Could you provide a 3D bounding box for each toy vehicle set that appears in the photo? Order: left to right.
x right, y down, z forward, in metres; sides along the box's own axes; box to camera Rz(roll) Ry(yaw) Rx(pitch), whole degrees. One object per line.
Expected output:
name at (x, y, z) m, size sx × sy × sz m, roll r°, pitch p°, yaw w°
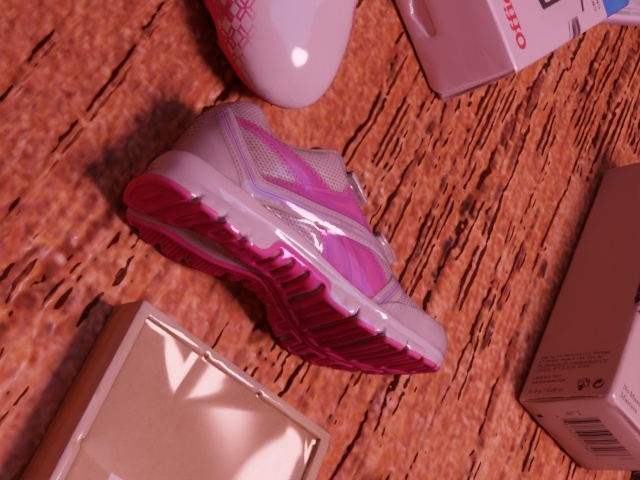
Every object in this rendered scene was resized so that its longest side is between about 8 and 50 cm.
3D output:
toy vehicle set at (-0.103, 0.188, 0.591) m, size 0.166 × 0.035 × 0.267 m, roll 41°, pitch 56°, yaw -28°

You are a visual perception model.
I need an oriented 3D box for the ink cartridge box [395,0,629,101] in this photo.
ink cartridge box at (0.157, -0.225, 0.883) m, size 0.203 × 0.086 × 0.148 m, roll -34°, pitch 104°, yaw -42°

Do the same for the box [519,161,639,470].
box at (0.280, 0.059, 0.923) m, size 0.113 × 0.094 × 0.275 m, roll 45°, pitch 55°, yaw -26°

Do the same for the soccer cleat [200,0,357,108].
soccer cleat at (-0.006, -0.259, 0.706) m, size 0.116 × 0.143 × 0.331 m, roll 10°, pitch 74°, yaw -40°

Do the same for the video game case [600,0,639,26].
video game case at (0.300, -0.311, 1.073) m, size 0.201 × 0.023 × 0.184 m, roll -9°, pitch 86°, yaw -42°

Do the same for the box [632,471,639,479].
box at (0.373, 0.206, 0.984) m, size 0.147 × 0.077 × 0.180 m, roll 36°, pitch 59°, yaw -30°

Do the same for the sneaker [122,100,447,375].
sneaker at (0.000, 0.000, 0.681) m, size 0.252 × 0.103 × 0.111 m, roll 41°, pitch 58°, yaw -28°
